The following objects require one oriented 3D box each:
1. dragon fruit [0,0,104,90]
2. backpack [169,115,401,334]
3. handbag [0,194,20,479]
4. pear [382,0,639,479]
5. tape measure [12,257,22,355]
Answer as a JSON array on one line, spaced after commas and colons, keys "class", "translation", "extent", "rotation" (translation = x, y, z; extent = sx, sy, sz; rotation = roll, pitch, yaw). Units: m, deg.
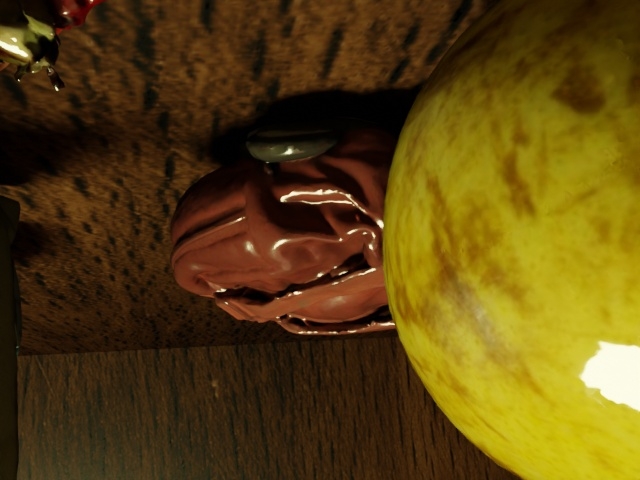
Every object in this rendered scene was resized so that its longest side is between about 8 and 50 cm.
[{"class": "dragon fruit", "translation": [-0.145, -0.074, 0.375], "extent": [0.192, 0.092, 0.122], "rotation": [-11, 167, 32]}, {"class": "backpack", "translation": [0.000, -0.002, 0.668], "extent": [0.229, 0.138, 0.229], "rotation": [-6, 168, -1]}, {"class": "handbag", "translation": [-0.301, 0.061, 0.570], "extent": [0.253, 0.315, 0.109], "rotation": [6, 134, -28]}, {"class": "pear", "translation": [0.166, -0.010, 0.403], "extent": [0.281, 0.280, 0.280], "rotation": [-4, 169, -1]}, {"class": "tape measure", "translation": [-0.411, 0.064, 0.873], "extent": [0.256, 0.147, 0.275], "rotation": [2, 164, -38]}]
